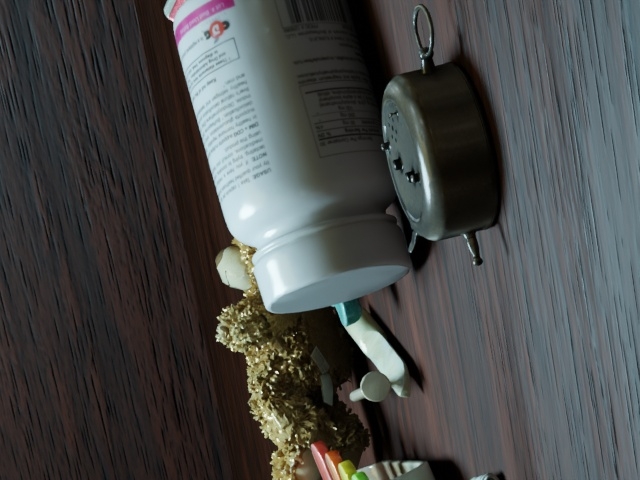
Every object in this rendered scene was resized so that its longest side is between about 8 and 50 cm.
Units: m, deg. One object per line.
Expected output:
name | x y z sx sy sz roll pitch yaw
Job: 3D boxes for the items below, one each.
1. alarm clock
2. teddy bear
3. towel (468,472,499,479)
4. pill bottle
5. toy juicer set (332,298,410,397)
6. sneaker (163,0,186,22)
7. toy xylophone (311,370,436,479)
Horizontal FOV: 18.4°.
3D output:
alarm clock | 0.084 -0.084 1.481 0.129 0.064 0.192 -128 29 -67
teddy bear | -0.040 0.121 2.138 0.245 0.113 0.338 -31 -76 -62
towel | 0.148 0.260 1.701 0.152 0.023 0.113 114 143 -78
pill bottle | -0.022 -0.089 1.759 0.160 0.160 0.283 114 142 -74
toy juicer set | 0.000 0.000 1.960 0.209 0.089 0.329 165 91 -80
sneaker | -0.093 -0.267 1.985 0.116 0.136 0.314 -121 20 -57
toy xylophone | 0.058 0.255 1.923 0.323 0.081 0.236 113 134 -75
